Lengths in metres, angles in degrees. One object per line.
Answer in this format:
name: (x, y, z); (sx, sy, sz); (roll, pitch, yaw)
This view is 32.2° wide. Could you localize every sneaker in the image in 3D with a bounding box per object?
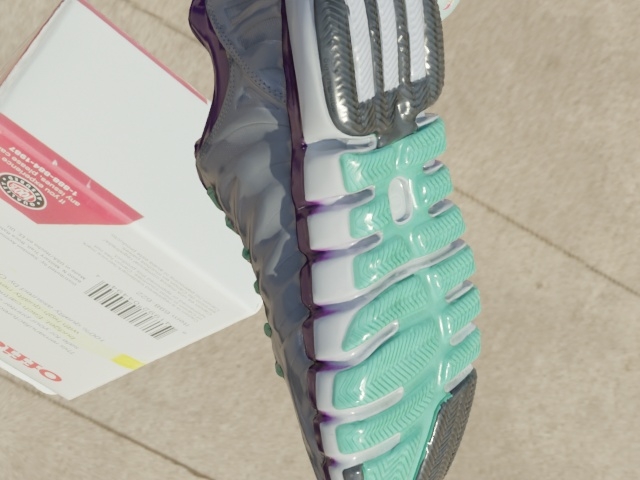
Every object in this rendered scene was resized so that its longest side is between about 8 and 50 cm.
sneaker: (0.000, 0.000, 0.423); (0.083, 0.098, 0.224); (-20, 113, -43)

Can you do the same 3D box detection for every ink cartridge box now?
ink cartridge box: (-0.243, -0.015, 1.055); (0.279, 0.384, 0.160); (37, 52, -22)

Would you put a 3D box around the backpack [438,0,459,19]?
backpack: (0.066, -0.249, 1.032); (0.152, 0.182, 0.115); (-38, 78, -8)
